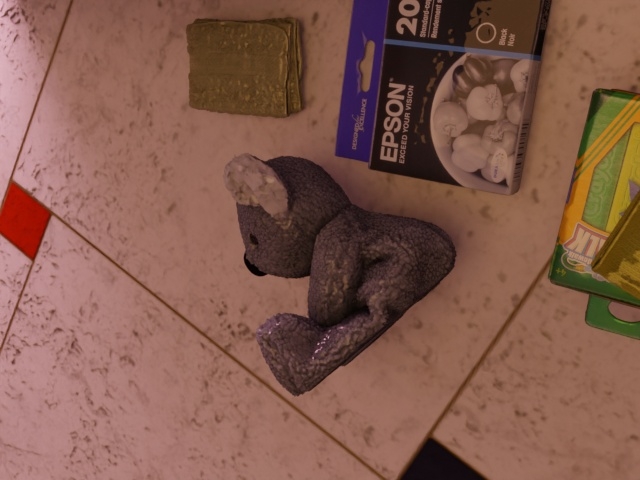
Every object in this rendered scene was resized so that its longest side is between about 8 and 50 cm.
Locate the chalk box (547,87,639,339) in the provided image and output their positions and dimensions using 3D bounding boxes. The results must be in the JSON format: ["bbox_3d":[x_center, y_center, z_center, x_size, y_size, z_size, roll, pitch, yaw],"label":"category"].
[{"bbox_3d":[0.279,-0.014,0.656,0.133,0.132,0.212,14,106,23],"label":"chalk box"}]

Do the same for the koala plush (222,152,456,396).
[{"bbox_3d":[0.000,0.000,0.781,0.203,0.196,0.221,-43,79,15],"label":"koala plush"}]

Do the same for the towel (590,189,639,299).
[{"bbox_3d":[0.301,-0.049,0.552,0.102,0.021,0.237,35,114,17],"label":"towel"}]

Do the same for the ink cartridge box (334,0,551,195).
[{"bbox_3d":[0.108,-0.164,0.763,0.208,0.045,0.206,13,106,26],"label":"ink cartridge box"}]

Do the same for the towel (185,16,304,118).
[{"bbox_3d":[-0.086,-0.194,0.865,0.148,0.027,0.110,6,104,25],"label":"towel"}]
